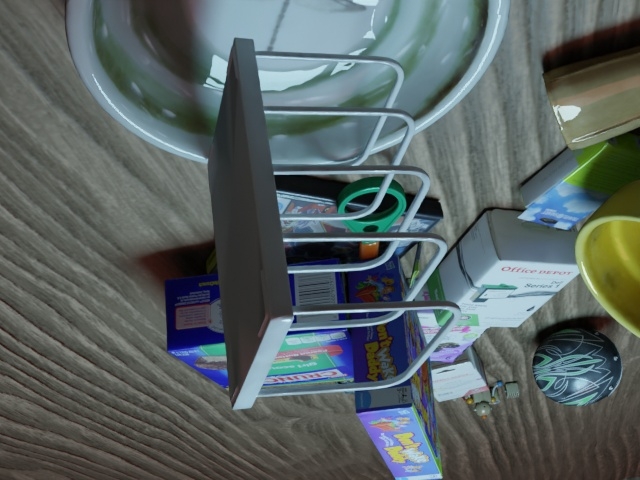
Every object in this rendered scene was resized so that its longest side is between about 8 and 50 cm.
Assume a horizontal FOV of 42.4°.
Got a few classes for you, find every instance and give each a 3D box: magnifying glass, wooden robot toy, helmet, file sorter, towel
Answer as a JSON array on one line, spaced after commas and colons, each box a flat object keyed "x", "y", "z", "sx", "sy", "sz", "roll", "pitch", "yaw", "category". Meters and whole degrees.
[{"x": 0.069, "y": -0.017, "z": 1.149, "sx": 0.092, "sy": 0.026, "sz": 0.231, "roll": -7, "pitch": 148, "yaw": -2, "category": "magnifying glass"}, {"x": 0.373, "y": 0.372, "z": 1.889, "sx": 0.174, "sy": 0.079, "sz": 0.076, "roll": 0, "pitch": 149, "yaw": -11, "category": "wooden robot toy"}, {"x": 0.505, "y": 0.249, "z": 1.629, "sx": 0.170, "sy": 0.169, "sz": 0.161, "roll": -17, "pitch": 165, "yaw": 15, "category": "helmet"}, {"x": 0.002, "y": -0.013, "z": 0.760, "sx": 0.173, "sy": 0.277, "sz": 0.192, "roll": 0, "pitch": 149, "yaw": -15, "category": "file sorter"}, {"x": 0.149, "y": 0.025, "z": 1.249, "sx": 0.010, "sy": 0.083, "sz": 0.060, "roll": 13, "pitch": 148, "yaw": 4, "category": "towel"}]

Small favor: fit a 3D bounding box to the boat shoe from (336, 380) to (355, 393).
[{"x": 0.032, "y": 0.242, "z": 1.586, "sx": 0.183, "sy": 0.083, "sz": 0.065, "roll": 19, "pitch": 141, "yaw": -37, "category": "boat shoe"}]

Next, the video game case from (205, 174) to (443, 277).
[{"x": 0.000, "y": 0.000, "z": 1.215, "sx": 0.275, "sy": 0.035, "sz": 0.248, "roll": 8, "pitch": 146, "yaw": -25, "category": "video game case"}]

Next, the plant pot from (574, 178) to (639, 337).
[{"x": 0.508, "y": -0.009, "z": 1.079, "sx": 0.239, "sy": 0.254, "sz": 0.254, "roll": -43, "pitch": 157, "yaw": -20, "category": "plant pot"}]

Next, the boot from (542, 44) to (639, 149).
[{"x": 0.425, "y": -0.169, "z": 0.984, "sx": 0.270, "sy": 0.089, "sz": 0.236, "roll": -20, "pitch": 137, "yaw": 20, "category": "boot"}]

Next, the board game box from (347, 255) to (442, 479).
[{"x": 0.120, "y": 0.211, "z": 1.277, "sx": 0.078, "sy": 0.233, "sz": 0.347, "roll": -9, "pitch": 148, "yaw": 11, "category": "board game box"}]

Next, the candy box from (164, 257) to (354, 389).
[{"x": -0.069, "y": 0.146, "z": 1.311, "sx": 0.268, "sy": 0.122, "sz": 0.317, "roll": -7, "pitch": 159, "yaw": 8, "category": "candy box"}]

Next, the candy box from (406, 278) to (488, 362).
[{"x": 0.199, "y": 0.147, "z": 1.473, "sx": 0.165, "sy": 0.070, "sz": 0.196, "roll": 4, "pitch": 148, "yaw": -17, "category": "candy box"}]

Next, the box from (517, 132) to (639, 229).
[{"x": 0.365, "y": -0.084, "z": 1.145, "sx": 0.109, "sy": 0.042, "sz": 0.178, "roll": 11, "pitch": 144, "yaw": -29, "category": "box"}]

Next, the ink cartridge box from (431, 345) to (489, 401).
[{"x": 0.268, "y": 0.264, "z": 1.693, "sx": 0.115, "sy": 0.067, "sz": 0.198, "roll": -16, "pitch": 150, "yaw": 13, "category": "ink cartridge box"}]

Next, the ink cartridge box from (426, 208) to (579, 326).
[{"x": 0.290, "y": 0.050, "z": 1.309, "sx": 0.160, "sy": 0.092, "sz": 0.219, "roll": 3, "pitch": 149, "yaw": -18, "category": "ink cartridge box"}]

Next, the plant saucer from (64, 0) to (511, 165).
[{"x": -0.030, "y": -0.216, "z": 0.777, "sx": 0.401, "sy": 0.100, "sz": 0.400, "roll": -5, "pitch": 149, "yaw": -3, "category": "plant saucer"}]
